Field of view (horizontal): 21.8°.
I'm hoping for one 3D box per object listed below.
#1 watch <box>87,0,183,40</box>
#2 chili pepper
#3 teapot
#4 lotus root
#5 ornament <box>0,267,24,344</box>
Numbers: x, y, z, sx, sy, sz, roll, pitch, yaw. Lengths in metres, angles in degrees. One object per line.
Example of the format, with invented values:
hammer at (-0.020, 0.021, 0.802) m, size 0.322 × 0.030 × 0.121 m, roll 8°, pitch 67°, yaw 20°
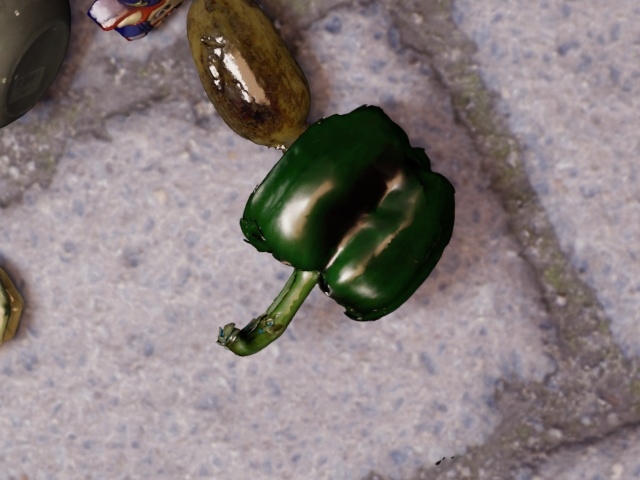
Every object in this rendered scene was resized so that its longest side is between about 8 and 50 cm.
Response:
watch at (-0.182, -0.319, 1.528) m, size 0.196 × 0.171 × 0.200 m, roll -37°, pitch 81°, yaw 11°
chili pepper at (0.000, 0.000, 1.560) m, size 0.174 × 0.165 × 0.261 m, roll 38°, pitch 98°, yaw -21°
teapot at (-0.366, -0.218, 1.553) m, size 0.250 × 0.183 × 0.183 m, roll 30°, pitch 101°, yaw 11°
lotus root at (-0.070, -0.161, 1.576) m, size 0.089 × 0.080 × 0.179 m, roll -31°, pitch 98°, yaw 7°
ornament at (-0.403, 0.033, 1.653) m, size 0.180 × 0.059 × 0.201 m, roll -22°, pitch 96°, yaw 18°
